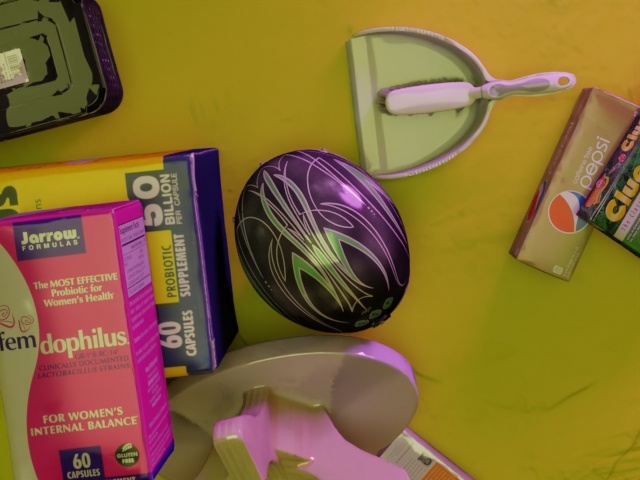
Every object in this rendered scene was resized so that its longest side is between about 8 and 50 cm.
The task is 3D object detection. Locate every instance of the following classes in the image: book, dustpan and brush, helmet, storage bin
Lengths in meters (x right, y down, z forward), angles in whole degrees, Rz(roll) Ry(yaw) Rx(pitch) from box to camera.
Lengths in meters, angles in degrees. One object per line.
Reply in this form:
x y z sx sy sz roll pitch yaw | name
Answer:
0.110 0.268 1.214 0.144 0.035 0.096 39 99 -2 | book
0.136 -0.141 1.154 0.211 0.060 0.147 -7 96 3 | dustpan and brush
0.000 0.000 1.118 0.169 0.161 0.169 -12 60 21 | helmet
-0.294 -0.163 1.154 0.180 0.084 0.122 -14 95 4 | storage bin

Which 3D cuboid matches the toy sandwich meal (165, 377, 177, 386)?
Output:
-0.126 0.159 1.212 0.086 0.029 0.085 1 97 6 | toy sandwich meal

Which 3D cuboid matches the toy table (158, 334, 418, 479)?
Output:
-0.040 0.208 1.113 0.274 0.161 0.252 -25 124 15 | toy table

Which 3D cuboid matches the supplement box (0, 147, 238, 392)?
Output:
-0.270 0.027 1.117 0.357 0.195 0.194 -6 96 3 | supplement box

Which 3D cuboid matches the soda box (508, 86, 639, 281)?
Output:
0.248 -0.055 1.160 0.058 0.061 0.181 23 96 -1 | soda box

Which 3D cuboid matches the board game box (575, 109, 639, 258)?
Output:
0.360 -0.102 1.134 0.136 0.030 0.259 31 92 -30 | board game box

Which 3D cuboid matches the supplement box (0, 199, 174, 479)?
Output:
-0.194 0.083 0.968 0.111 0.114 0.220 -7 94 3 | supplement box
